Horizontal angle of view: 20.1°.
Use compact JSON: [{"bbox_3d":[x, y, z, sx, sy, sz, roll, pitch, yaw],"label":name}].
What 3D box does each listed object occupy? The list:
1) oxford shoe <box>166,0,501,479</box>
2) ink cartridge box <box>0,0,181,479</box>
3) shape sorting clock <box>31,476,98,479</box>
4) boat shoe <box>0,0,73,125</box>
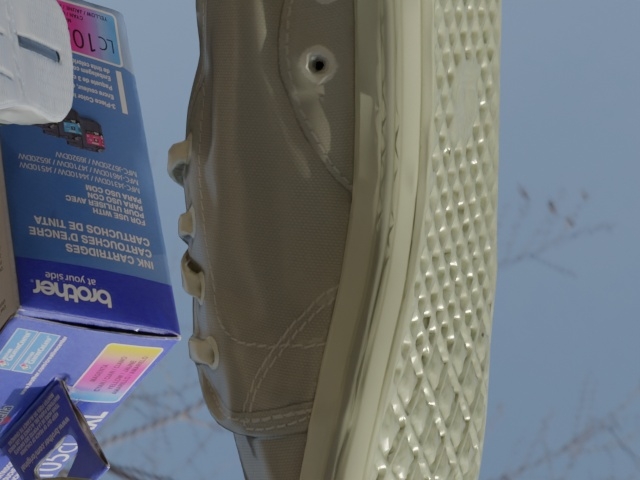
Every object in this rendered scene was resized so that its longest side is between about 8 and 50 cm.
[{"bbox_3d":[0.000,0.000,0.778,0.130,0.169,0.449,3,-84,19],"label":"oxford shoe"},{"bbox_3d":[-0.252,0.027,1.468,0.270,0.151,0.395,-46,-137,41],"label":"ink cartridge box"},{"bbox_3d":[-0.147,0.233,1.001,0.206,0.040,0.206,-1,-110,2],"label":"shape sorting clock"},{"bbox_3d":[-0.225,-0.104,0.946,0.119,0.335,0.121,-10,-99,7],"label":"boat shoe"}]
